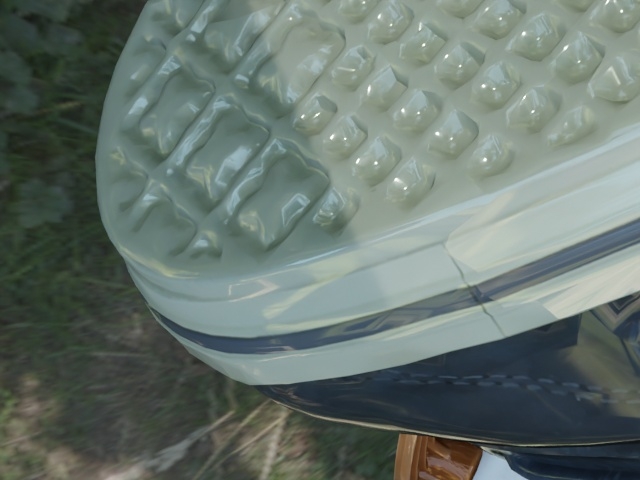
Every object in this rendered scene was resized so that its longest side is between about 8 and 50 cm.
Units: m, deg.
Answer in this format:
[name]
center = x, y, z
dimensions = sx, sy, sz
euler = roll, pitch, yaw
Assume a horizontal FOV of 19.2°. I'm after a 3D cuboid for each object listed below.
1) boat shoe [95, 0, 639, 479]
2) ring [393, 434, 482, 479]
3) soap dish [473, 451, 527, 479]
[boat shoe]
center = 0.183, -0.049, 0.380
dimensions = 0.500, 0.156, 0.187
euler = -16, 52, 33
[ring]
center = 0.113, -0.026, 0.887
dimensions = 0.032, 0.336, 0.336
euler = 22, 94, 12
[soap dish]
center = 0.197, 0.179, 0.912
dimensions = 0.291, 0.118, 0.229
euler = 29, 91, 20
